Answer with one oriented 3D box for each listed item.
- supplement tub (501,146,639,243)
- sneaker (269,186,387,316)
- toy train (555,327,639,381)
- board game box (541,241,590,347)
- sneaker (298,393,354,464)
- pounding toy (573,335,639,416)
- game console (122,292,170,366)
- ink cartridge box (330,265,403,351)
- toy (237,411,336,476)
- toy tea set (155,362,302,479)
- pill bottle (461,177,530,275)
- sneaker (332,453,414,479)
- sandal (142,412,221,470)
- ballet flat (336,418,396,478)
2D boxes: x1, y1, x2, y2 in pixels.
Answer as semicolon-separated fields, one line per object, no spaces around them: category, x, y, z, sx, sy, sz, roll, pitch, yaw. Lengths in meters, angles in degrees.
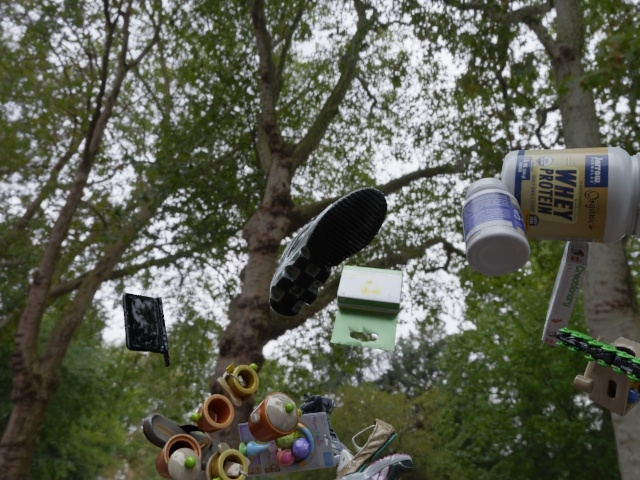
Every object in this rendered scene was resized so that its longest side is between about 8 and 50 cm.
supplement tub;0.614;-0.110;1.167;0.316;0.228;0.228;2;-33;27
sneaker;0.000;0.000;1.034;0.122;0.146;0.330;39;-77;-23
toy train;0.221;0.088;0.375;0.024;0.017;0.083;7;7;-20
board game box;0.677;0.120;1.320;0.053;0.193;0.305;14;-48;24
sneaker;0.013;0.551;1.424;0.269;0.153;0.101;12;-18;45
pounding toy;0.690;0.313;1.119;0.094;0.206;0.181;24;-51;52
game console;-0.329;0.171;0.911;0.071;0.122;0.107;-7;-37;-19
ink cartridge box;0.127;0.174;1.287;0.171;0.235;0.056;6;-48;10
toy;-0.092;0.518;1.197;0.237;0.136;0.056;-12;-3;14
toy tea set;-0.172;0.386;0.991;0.200;0.336;0.124;48;-57;1
pill bottle;0.334;-0.034;0.933;0.112;0.186;0.112;5;-45;5
sneaker;0.093;0.446;0.855;0.178;0.077;0.072;-13;-33;-22
sandal;-0.291;0.439;1.070;0.060;0.090;0.219;-42;-66;12
ballet flat;0.083;0.473;1.054;0.067;0.206;0.073;38;-42;24
